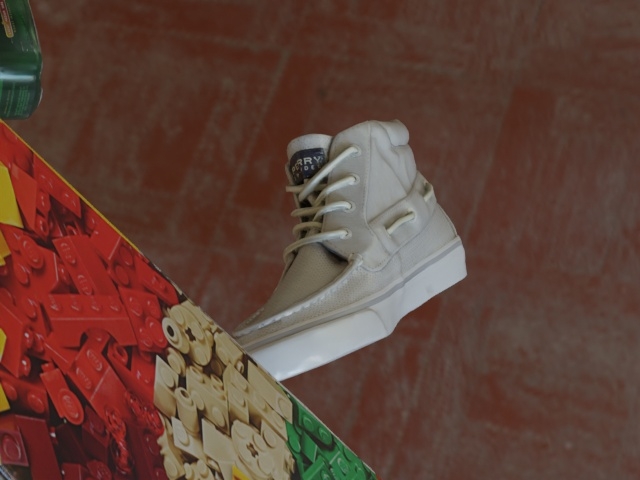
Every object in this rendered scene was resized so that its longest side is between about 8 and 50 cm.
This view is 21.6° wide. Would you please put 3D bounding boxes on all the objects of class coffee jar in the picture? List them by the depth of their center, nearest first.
[{"bbox_3d":[-0.298,-0.131,1.201,0.184,0.079,0.096,-6,61,-23],"label":"coffee jar"}]

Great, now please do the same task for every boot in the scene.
[{"bbox_3d":[0.000,0.000,0.996,0.095,0.258,0.123,-21,94,27],"label":"boot"}]

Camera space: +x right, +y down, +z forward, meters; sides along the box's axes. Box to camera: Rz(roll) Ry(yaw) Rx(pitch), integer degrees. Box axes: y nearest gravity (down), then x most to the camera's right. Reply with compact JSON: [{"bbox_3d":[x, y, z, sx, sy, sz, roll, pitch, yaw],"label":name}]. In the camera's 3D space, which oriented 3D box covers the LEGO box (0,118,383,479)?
[{"bbox_3d":[-0.249,0.181,0.550,0.500,0.372,0.193,-29,37,20],"label":"LEGO box"}]
